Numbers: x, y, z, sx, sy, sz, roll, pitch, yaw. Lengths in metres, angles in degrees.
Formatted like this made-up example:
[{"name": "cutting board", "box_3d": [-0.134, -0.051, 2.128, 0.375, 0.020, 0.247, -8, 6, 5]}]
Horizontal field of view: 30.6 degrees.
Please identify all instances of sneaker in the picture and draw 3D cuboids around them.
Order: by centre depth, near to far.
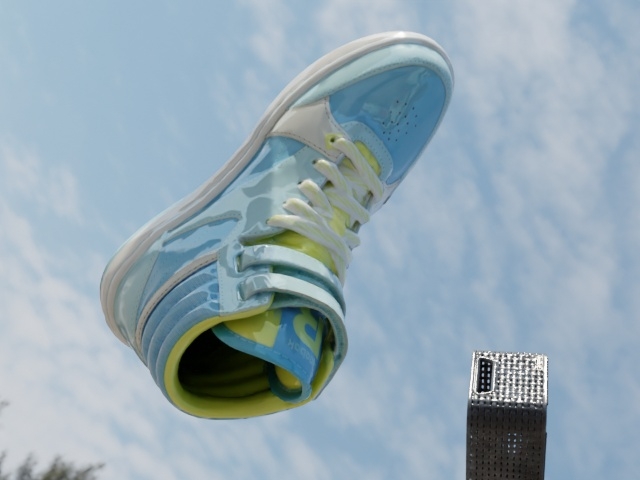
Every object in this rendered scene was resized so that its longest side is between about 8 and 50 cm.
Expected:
[{"name": "sneaker", "box_3d": [0.000, 0.000, 0.801, 0.127, 0.319, 0.208, 44, 2, -31]}]

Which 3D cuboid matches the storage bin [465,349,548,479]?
[{"name": "storage bin", "box_3d": [0.203, 0.221, 1.278, 0.084, 0.122, 0.180, 3, -59, 10]}]
